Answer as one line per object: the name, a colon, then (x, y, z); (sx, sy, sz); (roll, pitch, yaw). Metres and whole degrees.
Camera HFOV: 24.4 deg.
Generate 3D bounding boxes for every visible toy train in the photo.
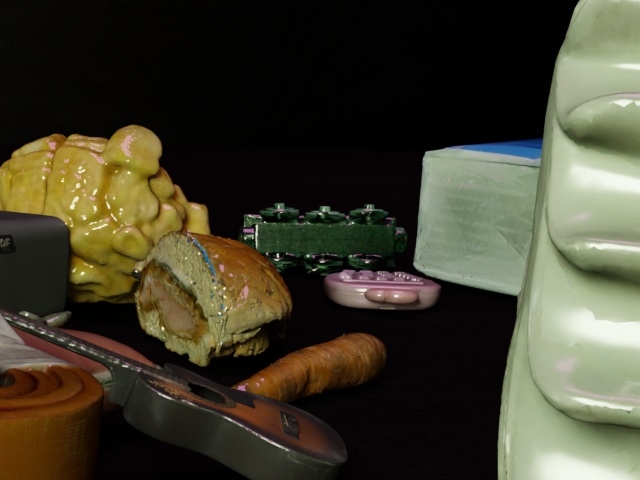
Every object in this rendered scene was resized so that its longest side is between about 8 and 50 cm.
toy train: (0.000, 0.000, 1.491); (0.170, 0.071, 0.111); (1, -2, -8)

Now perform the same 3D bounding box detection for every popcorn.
popcorn: (-0.189, -0.013, 1.228); (0.194, 0.140, 0.163); (13, -24, -2)

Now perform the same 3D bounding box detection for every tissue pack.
tissue pack: (0.252, -0.027, 1.466); (0.263, 0.146, 0.198); (-3, 10, -41)

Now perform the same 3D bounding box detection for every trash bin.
trash bin: (-0.300, 0.024, 1.069); (0.176, 0.101, 0.236); (3, 4, 16)

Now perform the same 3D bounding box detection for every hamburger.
hamburger: (-0.066, 0.036, 1.087); (0.102, 0.087, 0.176); (-3, 6, -27)

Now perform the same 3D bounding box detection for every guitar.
guitar: (-0.095, 0.072, 0.738); (0.233, 0.025, 0.088); (22, 8, -8)

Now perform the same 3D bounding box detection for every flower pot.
flower pot: (0.173, 0.017, 0.687); (0.164, 0.254, 0.367); (4, 6, 10)

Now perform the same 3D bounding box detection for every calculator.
calculator: (0.055, 0.044, 1.323); (0.103, 0.024, 0.166); (3, 5, -4)

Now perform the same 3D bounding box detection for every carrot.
carrot: (-0.010, 0.085, 0.940); (0.035, 0.036, 0.165); (8, 12, 37)

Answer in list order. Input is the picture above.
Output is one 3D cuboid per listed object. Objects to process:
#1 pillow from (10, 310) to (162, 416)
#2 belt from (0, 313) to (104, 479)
pillow: (-0.197, 0.071, 0.803); (0.171, 0.075, 0.179); (0, 3, 26)
belt: (-0.205, 0.083, 0.607); (0.261, 0.105, 0.184); (7, 7, 36)
